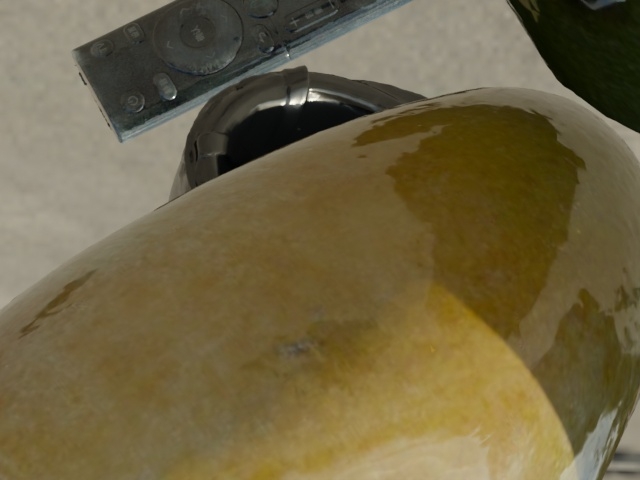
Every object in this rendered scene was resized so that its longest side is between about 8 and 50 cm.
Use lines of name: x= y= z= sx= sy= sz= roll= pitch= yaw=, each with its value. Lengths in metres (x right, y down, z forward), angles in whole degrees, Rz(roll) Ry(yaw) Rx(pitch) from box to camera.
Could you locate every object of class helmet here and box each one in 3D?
helmet: x=0.000 y=0.000 z=1.410 sx=0.279 sy=0.230 sz=0.160 roll=-15 pitch=150 yaw=-43

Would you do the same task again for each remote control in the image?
remote control: x=-0.032 y=-0.210 z=1.671 sx=0.378 sy=0.107 sz=0.044 roll=-26 pitch=150 yaw=-9

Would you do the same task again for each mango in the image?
mango: x=-0.003 y=0.068 z=0.688 sx=0.384 sy=0.199 sz=0.221 roll=-35 pitch=152 yaw=-34

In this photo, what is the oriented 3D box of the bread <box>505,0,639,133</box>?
bread: x=0.217 y=-0.190 z=0.656 sx=0.366 sy=0.382 sz=0.129 roll=-27 pitch=129 yaw=17
